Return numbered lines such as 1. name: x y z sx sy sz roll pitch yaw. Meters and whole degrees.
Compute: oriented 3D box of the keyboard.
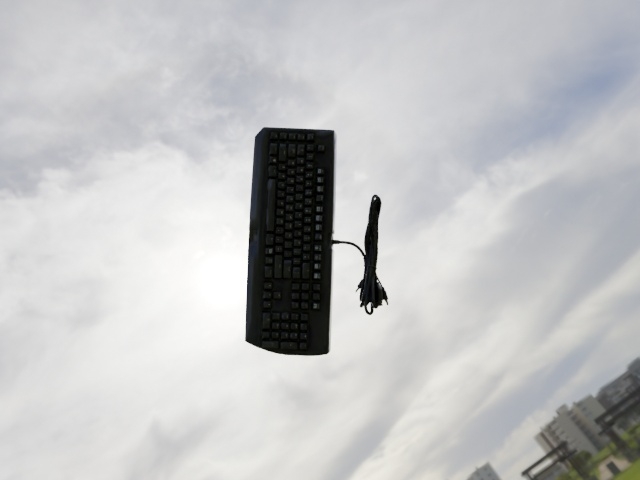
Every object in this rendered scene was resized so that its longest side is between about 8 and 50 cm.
1. keyboard: 0.000 0.000 0.766 0.201 0.318 0.033 2 -5 -7
